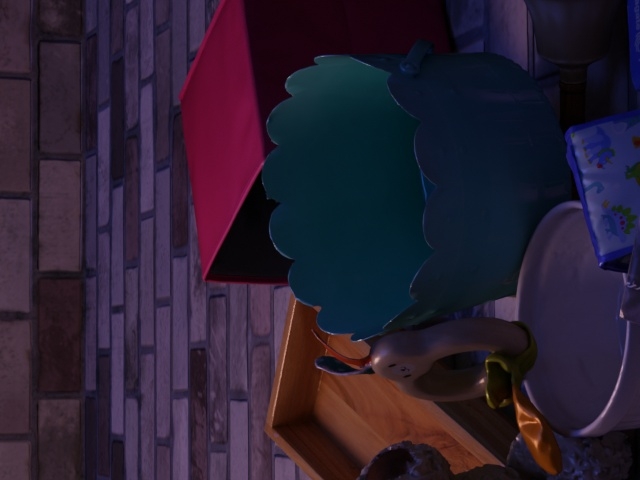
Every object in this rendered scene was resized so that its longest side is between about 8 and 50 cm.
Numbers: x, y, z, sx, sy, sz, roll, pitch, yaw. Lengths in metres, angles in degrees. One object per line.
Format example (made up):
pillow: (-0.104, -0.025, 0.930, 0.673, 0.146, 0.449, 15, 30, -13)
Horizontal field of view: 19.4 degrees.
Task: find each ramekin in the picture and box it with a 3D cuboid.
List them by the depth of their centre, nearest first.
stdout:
ramekin: (0.263, 0.069, 1.633, 0.207, 0.109, 0.207, -178, 90, -69)

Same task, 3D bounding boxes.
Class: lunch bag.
lunch bag: (0.282, -0.040, 1.520, 0.096, 0.151, 0.129, 107, 155, -60)

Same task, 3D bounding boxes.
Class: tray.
tray: (0.088, 0.219, 2.014, 0.411, 0.076, 0.203, 39, 126, 46)

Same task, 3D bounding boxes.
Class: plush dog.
plush dog: (0.176, 0.301, 1.695, 0.225, 0.262, 0.210, -110, 12, -46)

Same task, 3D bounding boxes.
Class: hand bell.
hand bell: (0.236, -0.138, 1.759, 0.126, 0.126, 0.242, -132, 36, -61)

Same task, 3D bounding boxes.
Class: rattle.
rattle: (0.096, 0.142, 1.632, 0.130, 0.200, 0.142, 144, 124, -65)

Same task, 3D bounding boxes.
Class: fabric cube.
fabric cube: (0.003, -0.119, 2.121, 0.254, 0.259, 0.258, 119, 147, -52)

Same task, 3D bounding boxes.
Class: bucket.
bucket: (0.089, -0.052, 1.757, 0.281, 0.183, 0.281, 20, 114, 54)

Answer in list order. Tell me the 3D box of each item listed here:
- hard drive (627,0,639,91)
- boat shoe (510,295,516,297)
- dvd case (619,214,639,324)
hard drive: (0.347, -0.254, 1.526, 0.319, 0.040, 0.210, 161, 108, -68)
boat shoe: (0.165, -0.085, 1.913, 0.302, 0.113, 0.103, 61, 144, 35)
dvd case: (0.338, 0.015, 1.393, 0.221, 0.018, 0.164, 19, 111, 30)
